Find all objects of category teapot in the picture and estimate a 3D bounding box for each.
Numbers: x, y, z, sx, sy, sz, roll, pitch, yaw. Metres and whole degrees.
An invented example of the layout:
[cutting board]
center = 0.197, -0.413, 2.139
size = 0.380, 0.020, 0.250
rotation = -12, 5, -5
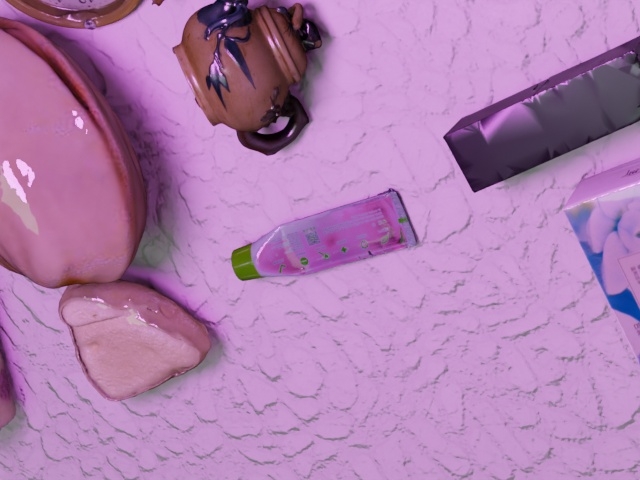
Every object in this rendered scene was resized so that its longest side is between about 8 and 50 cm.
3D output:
[teapot]
center = -0.082, -0.232, 1.772
size = 0.182, 0.173, 0.269
rotation = -27, 127, 2

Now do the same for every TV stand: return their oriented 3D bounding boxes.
[TV stand]
center = 0.292, -0.155, 1.659
size = 0.269, 0.083, 0.088
rotation = -25, 99, 31

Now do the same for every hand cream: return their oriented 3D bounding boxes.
[hand cream]
center = 0.000, 0.000, 1.899
size = 0.275, 0.050, 0.079
rotation = -16, 130, 25

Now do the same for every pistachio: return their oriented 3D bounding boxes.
[pistachio]
center = -0.420, -0.115, 1.923
size = 0.445, 0.281, 0.365
rotation = 49, 134, 15

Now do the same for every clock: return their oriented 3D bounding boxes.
[clock]
center = -0.351, -0.388, 1.840
size = 0.237, 0.057, 0.237
rotation = 5, 144, 4

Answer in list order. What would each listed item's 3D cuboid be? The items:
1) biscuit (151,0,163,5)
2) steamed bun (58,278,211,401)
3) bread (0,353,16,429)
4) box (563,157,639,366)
[biscuit]
center = -0.249, -0.425, 1.743
size = 0.139, 0.016, 0.231
rotation = -44, 121, 9
[steamed bun]
center = -0.292, 0.125, 2.053
size = 0.231, 0.110, 0.212
rotation = -24, 118, 29
[bread]
center = -0.625, 0.159, 2.204
size = 0.187, 0.155, 0.338
rotation = 4, 117, 33
[box]
center = 0.452, 0.027, 1.644
size = 0.203, 0.116, 0.274
rotation = -21, 102, 31
